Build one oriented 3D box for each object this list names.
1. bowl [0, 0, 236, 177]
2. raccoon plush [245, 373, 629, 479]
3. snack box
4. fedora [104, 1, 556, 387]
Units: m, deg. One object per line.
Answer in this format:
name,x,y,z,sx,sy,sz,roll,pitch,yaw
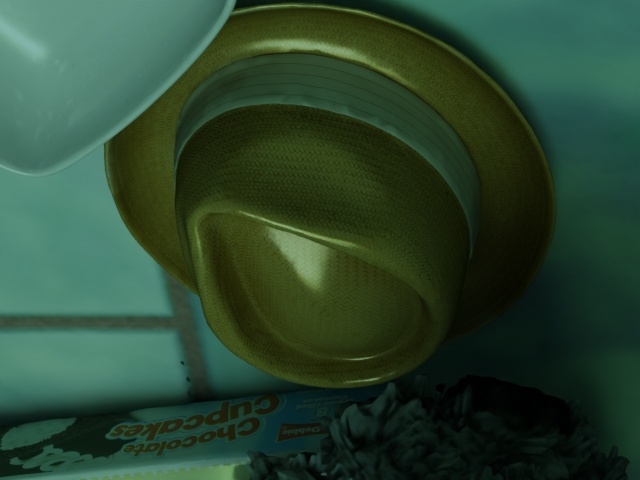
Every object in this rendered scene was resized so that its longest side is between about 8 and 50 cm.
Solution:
bowl,-0.109,-0.103,0.446,0.142,0.053,0.142,38,126,-24
raccoon plush,0.125,0.241,0.482,0.216,0.299,0.446,-45,116,3
snack box,-0.098,0.182,0.662,0.322,0.060,0.187,-8,113,13
fedora,0.000,0.000,0.507,0.194,0.079,0.194,4,132,5
